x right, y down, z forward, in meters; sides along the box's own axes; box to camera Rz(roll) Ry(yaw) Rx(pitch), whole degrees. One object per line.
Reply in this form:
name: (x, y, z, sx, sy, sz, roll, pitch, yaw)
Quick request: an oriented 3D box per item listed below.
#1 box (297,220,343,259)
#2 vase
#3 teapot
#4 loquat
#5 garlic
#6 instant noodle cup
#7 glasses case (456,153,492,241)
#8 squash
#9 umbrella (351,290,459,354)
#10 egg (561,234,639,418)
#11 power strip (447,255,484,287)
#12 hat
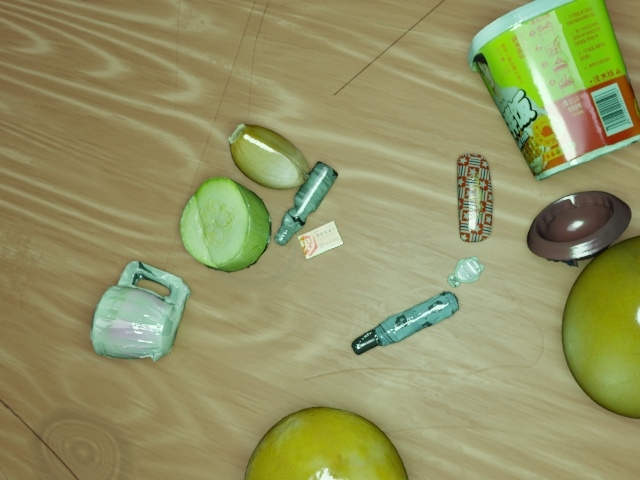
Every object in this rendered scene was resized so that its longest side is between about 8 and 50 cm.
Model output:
box: (0.000, 0.000, 1.296, 0.093, 0.015, 0.058, -23, 81, 7)
vase: (-0.039, -0.079, 1.291, 0.060, 0.060, 0.211, 34, 91, 13)
teapot: (-0.405, 0.177, 1.305, 0.178, 0.221, 0.163, 10, 125, 3)
loquat: (0.013, 0.482, 1.088, 0.329, 0.328, 0.328, -1, 83, 11)
garlic: (-0.105, -0.186, 1.293, 0.207, 0.128, 0.115, 30, 48, 7)
instant noodle cup: (0.476, -0.298, 1.126, 0.294, 0.294, 0.307, -21, 86, 8)
glasses case: (0.335, -0.094, 1.224, 0.073, 0.049, 0.194, -2, 83, 10)
squash: (-0.232, -0.033, 1.294, 0.220, 0.133, 0.220, -1, 87, 16)
umbrella: (0.183, 0.183, 1.222, 0.251, 0.052, 0.053, -29, 113, 6)
egg: (0.592, 0.156, 1.023, 0.283, 0.282, 0.350, 13, 113, 12)
power strip: (0.312, 0.069, 1.218, 0.083, 0.035, 0.055, -37, 78, 2)
hat: (0.518, -0.017, 1.130, 0.206, 0.205, 0.089, -31, 116, 6)
